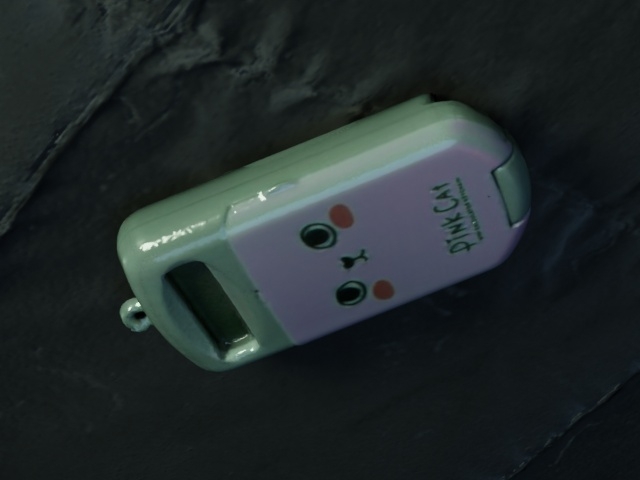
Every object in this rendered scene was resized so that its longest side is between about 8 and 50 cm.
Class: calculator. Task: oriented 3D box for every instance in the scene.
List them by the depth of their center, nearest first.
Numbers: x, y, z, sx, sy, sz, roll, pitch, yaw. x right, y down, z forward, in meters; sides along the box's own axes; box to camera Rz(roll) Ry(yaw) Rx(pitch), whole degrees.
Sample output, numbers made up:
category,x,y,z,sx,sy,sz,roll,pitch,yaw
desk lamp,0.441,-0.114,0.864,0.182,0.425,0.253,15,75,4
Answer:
category,x,y,z,sx,sy,sz,roll,pitch,yaw
calculator,0.000,0.000,0.744,0.246,0.045,0.141,-21,141,5
